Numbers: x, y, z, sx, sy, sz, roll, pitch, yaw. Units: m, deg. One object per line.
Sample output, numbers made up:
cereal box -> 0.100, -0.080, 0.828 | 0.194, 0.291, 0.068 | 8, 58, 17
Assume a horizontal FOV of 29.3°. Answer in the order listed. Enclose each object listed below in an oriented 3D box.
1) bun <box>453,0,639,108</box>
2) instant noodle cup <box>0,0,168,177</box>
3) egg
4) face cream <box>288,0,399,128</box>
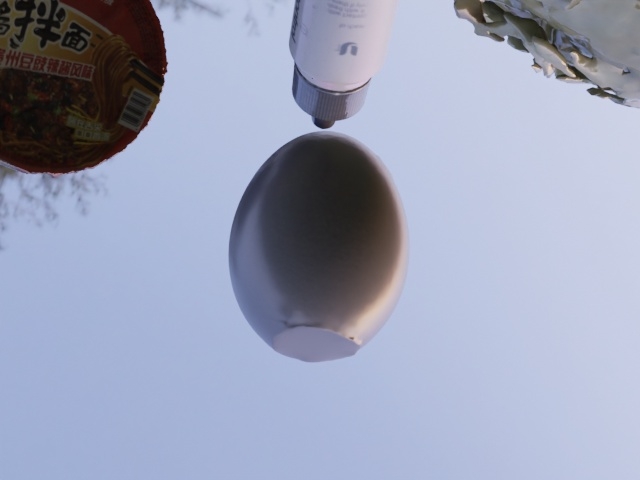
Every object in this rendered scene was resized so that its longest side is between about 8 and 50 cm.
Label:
bun -> 0.151, -0.159, 0.660 | 0.259, 0.152, 0.259 | 37, 180, 0
instant noodle cup -> -0.322, -0.216, 1.447 | 0.274, 0.274, 0.090 | 10, -174, -24
egg -> 0.000, 0.000, 1.192 | 0.176, 0.176, 0.232 | 18, -125, -16
face cream -> 0.023, -0.202, 1.043 | 0.092, 0.311, 0.092 | 4, -125, -5
